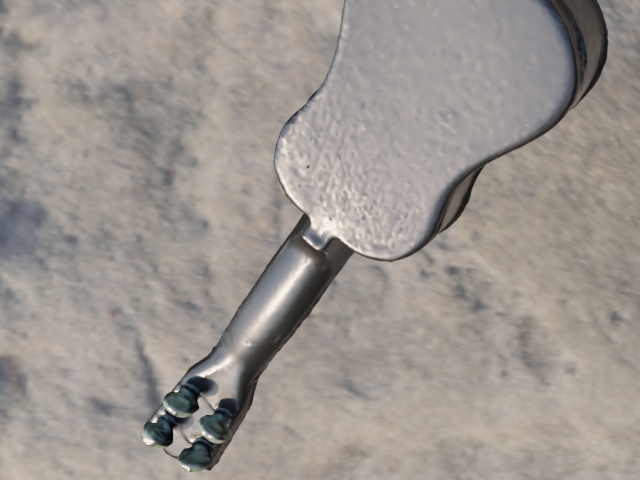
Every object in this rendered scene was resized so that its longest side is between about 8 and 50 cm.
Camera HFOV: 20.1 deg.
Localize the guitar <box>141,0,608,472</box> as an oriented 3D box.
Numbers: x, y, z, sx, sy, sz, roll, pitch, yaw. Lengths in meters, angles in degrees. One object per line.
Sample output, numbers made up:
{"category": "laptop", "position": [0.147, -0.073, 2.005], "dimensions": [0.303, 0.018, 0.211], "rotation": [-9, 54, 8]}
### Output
{"category": "guitar", "position": [-0.001, 0.001, 0.636], "dimensions": [0.084, 0.038, 0.271], "rotation": [39, 125, 5]}
